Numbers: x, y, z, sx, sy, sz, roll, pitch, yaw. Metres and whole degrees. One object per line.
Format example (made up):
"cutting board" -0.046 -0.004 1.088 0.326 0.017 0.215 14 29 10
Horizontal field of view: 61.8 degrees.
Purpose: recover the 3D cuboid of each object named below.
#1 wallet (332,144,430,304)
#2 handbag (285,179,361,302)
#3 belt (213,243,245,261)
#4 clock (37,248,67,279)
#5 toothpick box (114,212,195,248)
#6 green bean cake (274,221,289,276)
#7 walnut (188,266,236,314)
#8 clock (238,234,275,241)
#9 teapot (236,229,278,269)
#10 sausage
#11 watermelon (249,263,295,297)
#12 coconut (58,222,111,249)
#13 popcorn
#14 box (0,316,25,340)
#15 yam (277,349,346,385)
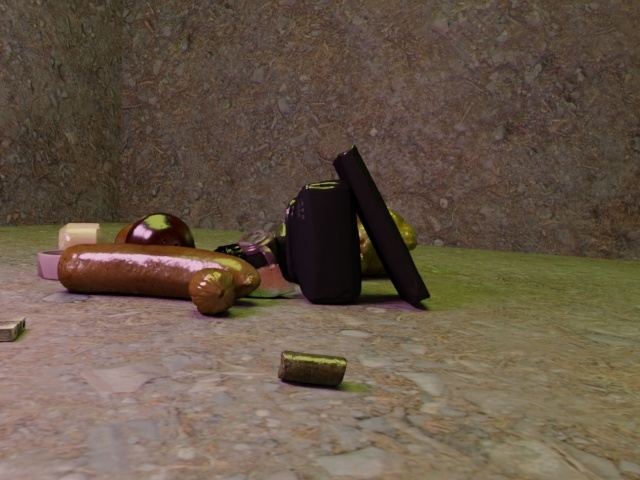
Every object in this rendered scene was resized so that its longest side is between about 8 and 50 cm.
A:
"wallet" 0.148 -0.037 1.348 0.062 0.406 0.228 -26 2 -1
"handbag" -0.003 0.000 1.385 0.177 0.302 0.275 -5 3 -9
"belt" -0.260 0.067 1.498 0.058 0.105 0.140 -6 -16 -40
"clock" -0.693 0.066 1.516 0.196 0.068 0.197 3 4 0
"toothpick box" -0.486 0.019 1.536 0.192 0.192 0.294 0 0 -34
"green bean cake" -0.049 0.033 1.621 0.183 0.185 0.094 7 44 2
"walnut" -0.226 0.104 1.121 0.105 0.105 0.124 1 4 -21
"clock" -0.146 0.036 2.059 0.308 0.096 0.235 5 4 29
"teapot" -0.160 0.051 1.542 0.148 0.146 0.116 1 32 33
"sausage" -0.381 0.073 1.270 0.500 0.123 0.136 4 7 6
"watermelon" -0.157 0.109 1.344 0.155 0.080 0.101 -15 0 -17
"coconut" -0.737 0.017 1.675 0.152 0.147 0.147 -2 6 -22
"popcorn" 0.137 0.007 1.838 0.292 0.293 0.334 -45 17 -14
"box" -0.526 0.145 0.882 0.054 0.024 0.083 3 4 -17
"yam" -0.011 0.174 0.726 0.094 0.043 0.043 5 5 8
